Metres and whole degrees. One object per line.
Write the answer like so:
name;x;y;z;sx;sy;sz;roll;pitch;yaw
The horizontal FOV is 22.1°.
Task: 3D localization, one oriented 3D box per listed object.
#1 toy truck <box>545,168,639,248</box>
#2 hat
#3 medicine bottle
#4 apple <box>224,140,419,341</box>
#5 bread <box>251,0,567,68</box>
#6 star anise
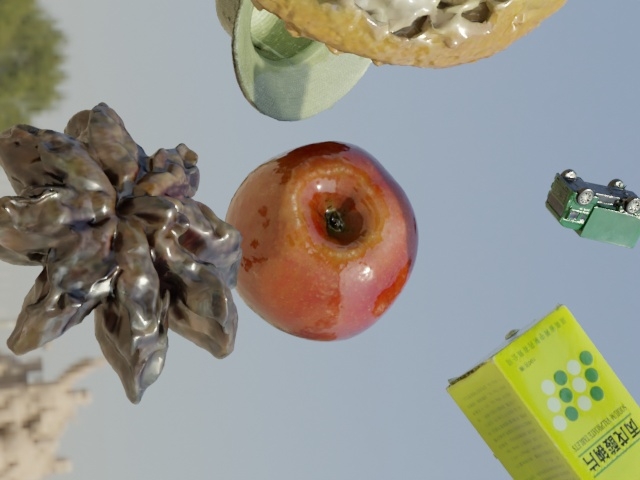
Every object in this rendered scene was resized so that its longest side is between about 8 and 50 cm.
toy truck;0.386;-0.047;2.298;0.079;0.147;0.065;-65;-148;22
hat;-0.046;-0.277;1.896;0.130;0.257;0.257;29;-53;36
medicine bottle;0.300;0.225;2.043;0.250;0.137;0.141;53;-32;5
apple;0.000;0.000;1.820;0.201;0.218;0.218;133;-49;-68
bread;0.041;-0.227;0.921;0.149;0.274;0.274;-177;-97;-69
star anise;-0.147;-0.007;1.234;0.109;0.236;0.223;-43;-150;38
